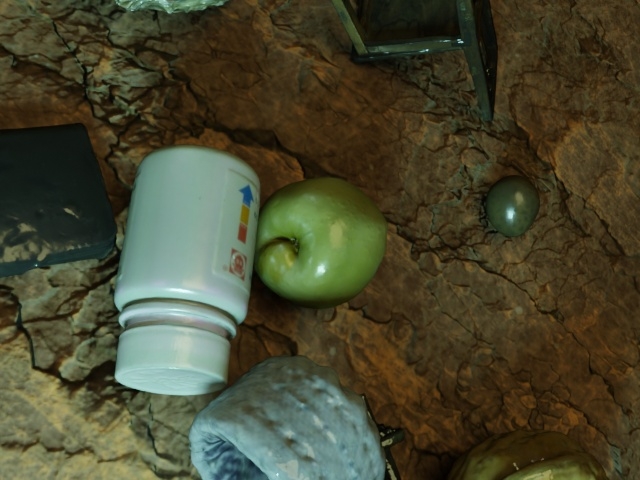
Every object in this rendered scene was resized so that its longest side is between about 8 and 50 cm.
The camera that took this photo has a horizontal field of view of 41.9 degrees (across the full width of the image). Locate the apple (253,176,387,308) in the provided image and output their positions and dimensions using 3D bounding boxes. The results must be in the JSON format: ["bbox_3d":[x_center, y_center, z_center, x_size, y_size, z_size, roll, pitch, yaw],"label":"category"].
[{"bbox_3d":[0.000,0.000,1.171,0.200,0.200,0.200,12,65,-27],"label":"apple"}]

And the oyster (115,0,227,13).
[{"bbox_3d":[-0.258,-0.419,1.235,0.351,0.115,0.238,-3,64,-37],"label":"oyster"}]

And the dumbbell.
[{"bbox_3d":[0.100,0.335,1.162,0.081,0.081,0.254,-16,80,-35],"label":"dumbbell"}]

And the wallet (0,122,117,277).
[{"bbox_3d":[-0.432,-0.043,1.011,0.377,0.051,0.197,-12,74,-35],"label":"wallet"}]

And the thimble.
[{"bbox_3d":[-0.035,0.269,1.024,0.157,0.217,0.245,-38,116,-35],"label":"thimble"}]

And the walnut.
[{"bbox_3d":[0.289,0.384,1.180,0.257,0.257,0.224,-2,40,-32],"label":"walnut"}]

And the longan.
[{"bbox_3d":[0.335,-0.058,1.456,0.113,0.092,0.113,-1,90,-72],"label":"longan"}]

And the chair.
[{"bbox_3d":[0.167,-0.396,1.448,0.241,0.416,0.203,0,62,17],"label":"chair"}]

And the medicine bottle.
[{"bbox_3d":[-0.170,0.039,1.062,0.170,0.170,0.293,16,63,-25],"label":"medicine bottle"}]
